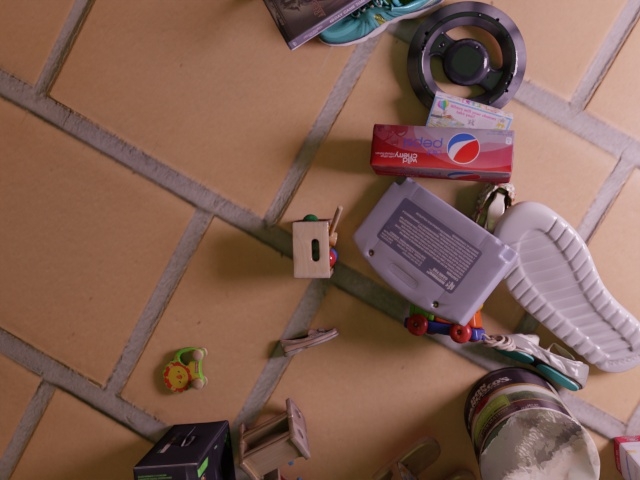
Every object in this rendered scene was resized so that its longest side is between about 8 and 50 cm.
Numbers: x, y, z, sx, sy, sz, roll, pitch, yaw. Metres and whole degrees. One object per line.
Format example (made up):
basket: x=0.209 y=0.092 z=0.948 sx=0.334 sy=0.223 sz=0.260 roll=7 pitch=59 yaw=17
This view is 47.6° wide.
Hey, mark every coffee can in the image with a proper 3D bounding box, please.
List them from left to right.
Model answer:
coffee can: x=0.383 y=0.369 z=1.354 sx=0.201 sy=0.275 sz=0.202 roll=0 pitch=95 yaw=6

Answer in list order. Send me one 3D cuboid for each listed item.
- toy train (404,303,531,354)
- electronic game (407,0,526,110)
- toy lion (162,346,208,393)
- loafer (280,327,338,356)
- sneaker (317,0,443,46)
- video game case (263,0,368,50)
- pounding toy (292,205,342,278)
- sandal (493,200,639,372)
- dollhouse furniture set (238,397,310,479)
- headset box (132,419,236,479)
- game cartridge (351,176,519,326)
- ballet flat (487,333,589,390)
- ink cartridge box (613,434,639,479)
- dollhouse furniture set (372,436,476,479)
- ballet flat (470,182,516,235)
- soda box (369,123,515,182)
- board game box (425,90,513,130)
toy train: x=0.292 y=0.127 z=1.399 sx=0.248 sy=0.105 sz=0.143 roll=7 pitch=88 yaw=28
electronic game: x=0.284 y=-0.348 z=1.416 sx=0.229 sy=0.048 sz=0.229 roll=2 pitch=102 yaw=8
toy lion: x=-0.290 y=0.276 z=1.545 sx=0.096 sy=0.034 sz=0.100 roll=2 pitch=95 yaw=14
loafer: x=-0.026 y=0.203 z=1.503 sx=0.125 sy=0.045 sz=0.039 roll=-24 pitch=85 yaw=10
sneaker: x=0.114 y=-0.462 z=1.395 sx=0.275 sy=0.110 sz=0.107 roll=-21 pitch=93 yaw=8
video game case: x=0.025 y=-0.498 z=1.389 sx=0.274 sy=0.026 sz=0.196 roll=-30 pitch=53 yaw=7
pounding toy: x=0.000 y=0.000 z=1.437 sx=0.100 sy=0.130 sz=0.141 roll=-1 pitch=95 yaw=6
sandal: x=0.476 y=0.092 z=1.416 sx=0.169 sy=0.102 sz=0.416 roll=-34 pitch=103 yaw=23
dollhouse furniture set: x=-0.068 y=0.452 z=1.503 sx=0.129 sy=0.129 sz=0.184 roll=-29 pitch=116 yaw=7
headset box: x=-0.258 y=0.519 z=1.453 sx=0.131 sy=0.246 sz=0.283 roll=-6 pitch=93 yaw=7
game cartridge: x=0.206 y=0.023 z=1.392 sx=0.294 sy=0.060 sz=0.196 roll=40 pitch=92 yaw=32
ballet flat: x=0.436 y=0.226 z=1.450 sx=0.213 sy=0.072 sz=0.068 roll=29 pitch=70 yaw=2
ink cartridge box: x=0.650 y=0.433 z=1.381 sx=0.127 sy=0.175 sz=0.072 roll=-5 pitch=94 yaw=7
dollhouse furniture set: x=0.349 y=0.578 z=1.348 sx=0.256 sy=0.362 sz=0.394 roll=-41 pitch=118 yaw=9
ballet flat: x=0.324 y=-0.009 z=1.428 sx=0.091 sy=0.077 sz=0.241 roll=12 pitch=97 yaw=6
soda box: x=0.231 y=-0.165 z=1.377 sx=0.263 sy=0.092 sz=0.084 roll=4 pitch=83 yaw=13
board game box: x=0.284 y=-0.220 z=1.416 sx=0.154 sy=0.026 sz=0.103 roll=18 pitch=126 yaw=4
